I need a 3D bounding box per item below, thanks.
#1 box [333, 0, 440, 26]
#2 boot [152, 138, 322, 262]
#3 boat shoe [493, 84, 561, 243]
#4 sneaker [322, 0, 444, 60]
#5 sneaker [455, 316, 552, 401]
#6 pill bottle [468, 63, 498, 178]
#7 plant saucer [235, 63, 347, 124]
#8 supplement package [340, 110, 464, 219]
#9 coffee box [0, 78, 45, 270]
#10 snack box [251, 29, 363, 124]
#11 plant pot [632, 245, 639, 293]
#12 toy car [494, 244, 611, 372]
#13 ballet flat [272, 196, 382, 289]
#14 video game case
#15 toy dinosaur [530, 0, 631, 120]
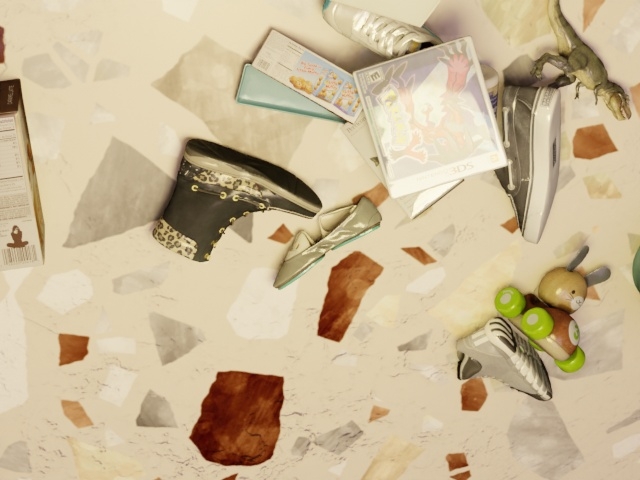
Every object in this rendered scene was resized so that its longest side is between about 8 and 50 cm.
[{"bbox_3d":[0.017,-0.462,1.686,0.345,0.215,0.168,14,145,-19],"label":"box"},{"bbox_3d":[-0.135,-0.043,1.972,0.236,0.085,0.178,22,112,-16],"label":"boot"},{"bbox_3d":[0.330,-0.124,2.036,0.102,0.108,0.301,12,137,20],"label":"boat shoe"},{"bbox_3d":[0.106,-0.312,1.872,0.229,0.092,0.087,21,110,-30],"label":"sneaker"},{"bbox_3d":[0.315,0.229,2.235,0.132,0.086,0.228,-26,128,22],"label":"sneaker"},{"bbox_3d":[0.232,-0.188,1.976,0.094,0.094,0.169,-7,120,-10],"label":"pill bottle"},{"bbox_3d":[-0.034,-0.228,1.937,0.192,0.018,0.067,9,114,-18],"label":"plant saucer"},{"bbox_3d":[0.128,-0.133,1.932,0.105,0.105,0.179,-39,86,8],"label":"supplement package"},{"bbox_3d":[-0.470,-0.095,1.831,0.098,0.141,0.246,-8,117,-9],"label":"coffee box"},{"bbox_3d":[-0.011,-0.246,1.878,0.178,0.022,0.064,30,89,2],"label":"snack box"},{"bbox_3d":[0.669,0.093,2.136,0.272,0.255,0.271,-6,117,-11],"label":"plant pot"},{"bbox_3d":[0.426,0.104,2.160,0.188,0.149,0.155,-48,130,0],"label":"toy car"},{"bbox_3d":[0.000,0.000,2.046,0.213,0.072,0.068,-33,92,4],"label":"ballet flat"},{"bbox_3d":[0.163,-0.181,1.847,0.183,0.023,0.201,-17,98,7],"label":"video game case"},{"bbox_3d":[0.396,-0.278,1.991,0.118,0.064,0.268,-40,118,-3],"label":"toy dinosaur"}]
